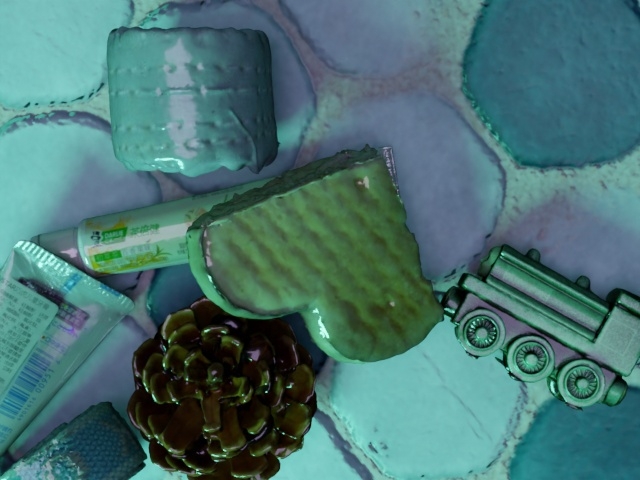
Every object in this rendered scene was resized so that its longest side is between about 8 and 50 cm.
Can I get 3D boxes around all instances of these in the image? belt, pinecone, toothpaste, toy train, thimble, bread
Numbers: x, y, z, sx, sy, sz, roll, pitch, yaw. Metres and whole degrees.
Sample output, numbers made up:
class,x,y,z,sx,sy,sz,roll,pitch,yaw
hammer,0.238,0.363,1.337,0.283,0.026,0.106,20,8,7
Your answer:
class,x,y,z,sx,sy,sz,roll,pitch,yaw
belt,-0.217,0.203,1.153,0.147,0.163,0.082,-34,90,-12
pinecone,-0.080,0.122,1.128,0.173,0.173,0.174,1,97,4
toothpaste,-0.288,0.137,1.184,0.114,0.073,0.299,33,103,-21
toothpaste,-0.088,-0.014,1.168,0.314,0.058,0.056,-10,55,2
toy train,0.187,0.068,1.149,0.170,0.071,0.111,29,89,2
thimble,-0.102,-0.111,1.104,0.127,0.151,0.118,1,96,18
bread,0.000,0.000,1.109,0.232,0.064,0.173,22,82,-28
